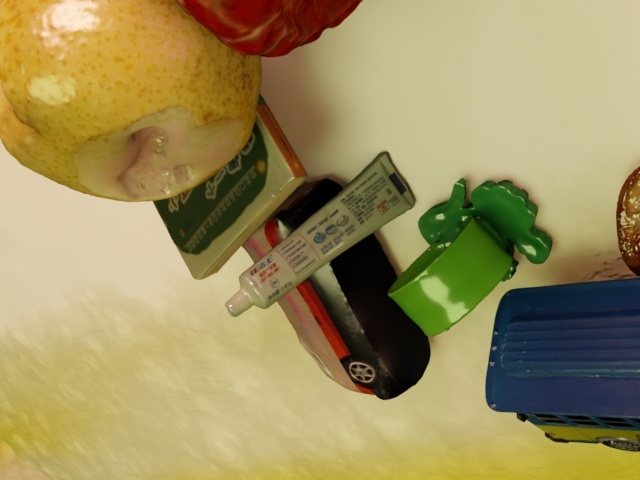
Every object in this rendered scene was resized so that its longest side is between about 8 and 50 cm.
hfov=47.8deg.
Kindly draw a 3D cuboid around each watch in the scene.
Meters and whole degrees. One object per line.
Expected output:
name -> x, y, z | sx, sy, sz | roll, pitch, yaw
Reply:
watch -> 0.153, 0.021, 0.801 | 0.131, 0.152, 0.165 | 49, 140, -1

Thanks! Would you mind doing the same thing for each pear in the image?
pear -> -0.193, -0.163, 0.716 | 0.271, 0.271, 0.271 | 21, 134, 24

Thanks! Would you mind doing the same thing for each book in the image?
book -> -0.177, -0.164, 0.903 | 0.260, 0.043, 0.371 | -43, 72, 46

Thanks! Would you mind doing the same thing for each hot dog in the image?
hot dog -> 0.341, -0.010, 0.691 | 0.099, 0.065, 0.147 | 12, 132, 43

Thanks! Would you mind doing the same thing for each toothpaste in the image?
toothpaste -> -0.001, -0.001, 0.829 | 0.069, 0.268, 0.047 | 46, 160, 18

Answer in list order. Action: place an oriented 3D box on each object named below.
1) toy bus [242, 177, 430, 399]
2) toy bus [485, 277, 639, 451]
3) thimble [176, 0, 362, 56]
toy bus -> 0.024, 0.068, 0.961 | 0.147, 0.127, 0.303 | -6, 120, 48
toy bus -> 0.328, 0.128, 0.709 | 0.287, 0.138, 0.175 | -10, 147, 44
thimble -> -0.019, -0.316, 0.531 | 0.230, 0.350, 0.350 | 44, 139, 1
